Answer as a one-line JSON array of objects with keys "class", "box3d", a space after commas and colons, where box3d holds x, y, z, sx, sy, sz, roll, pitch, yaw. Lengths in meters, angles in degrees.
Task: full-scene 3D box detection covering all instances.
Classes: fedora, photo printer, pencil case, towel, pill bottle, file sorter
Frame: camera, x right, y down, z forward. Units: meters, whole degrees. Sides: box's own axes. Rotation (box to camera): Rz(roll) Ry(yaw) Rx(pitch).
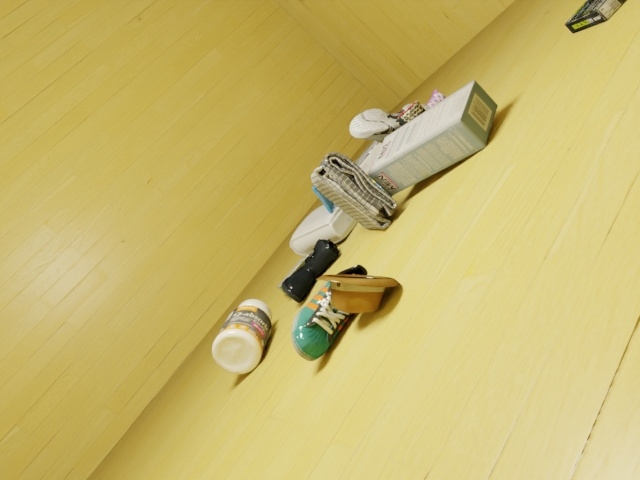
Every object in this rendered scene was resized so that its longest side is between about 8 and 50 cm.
[{"class": "fedora", "box3d": [0.081, 0.118, 1.220, 0.194, 0.194, 0.079, 180, 91, -79]}, {"class": "photo printer", "box3d": [0.021, -0.065, 2.219, 0.307, 0.107, 0.256, -24, 22, 47]}, {"class": "pencil case", "box3d": [0.472, -0.560, 2.404, 0.206, 0.088, 0.086, -50, 10, -17]}, {"class": "towel", "box3d": [0.108, -0.159, 1.748, 0.121, 0.284, 0.235, -53, 6, -3]}, {"class": "pill bottle", "box3d": [-0.254, 0.314, 1.854, 0.162, 0.162, 0.278, -45, 9, 18]}, {"class": "file sorter", "box3d": [0.050, -0.204, 2.118, 0.104, 0.118, 0.170, -32, 16, 15]}]

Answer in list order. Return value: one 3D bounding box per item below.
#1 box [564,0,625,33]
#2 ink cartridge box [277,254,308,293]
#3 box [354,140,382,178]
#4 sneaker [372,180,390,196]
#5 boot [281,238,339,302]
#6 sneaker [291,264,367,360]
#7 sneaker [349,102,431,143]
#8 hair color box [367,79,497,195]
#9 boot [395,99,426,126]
[{"class": "box", "box3d": [0.770, -0.653, 1.462, 0.190, 0.045, 0.184, -48, 6, 7]}, {"class": "ink cartridge box", "box3d": [-0.094, 0.136, 2.156, 0.171, 0.056, 0.235, -49, 4, -7]}, {"class": "box", "box3d": [0.248, -0.361, 2.495, 0.262, 0.127, 0.231, -49, 9, -8]}, {"class": "sneaker", "box3d": [0.206, -0.171, 1.978, 0.240, 0.091, 0.126, -59, 20, -20]}, {"class": "boot", "box3d": [-0.030, 0.096, 1.934, 0.207, 0.094, 0.246, -50, 2, 14]}, {"class": "sneaker", "box3d": [0.028, 0.157, 1.318, 0.121, 0.108, 0.302, -47, 6, 38]}, {"class": "sneaker", "box3d": [0.260, -0.378, 2.044, 0.366, 0.137, 0.210, -17, -42, -27]}, {"class": "hair color box", "box3d": [0.323, -0.291, 1.620, 0.374, 0.113, 0.185, -26, 31, 49]}, {"class": "boot", "box3d": [0.319, -0.356, 1.919, 0.236, 0.178, 0.085, -41, 14, 31]}]
